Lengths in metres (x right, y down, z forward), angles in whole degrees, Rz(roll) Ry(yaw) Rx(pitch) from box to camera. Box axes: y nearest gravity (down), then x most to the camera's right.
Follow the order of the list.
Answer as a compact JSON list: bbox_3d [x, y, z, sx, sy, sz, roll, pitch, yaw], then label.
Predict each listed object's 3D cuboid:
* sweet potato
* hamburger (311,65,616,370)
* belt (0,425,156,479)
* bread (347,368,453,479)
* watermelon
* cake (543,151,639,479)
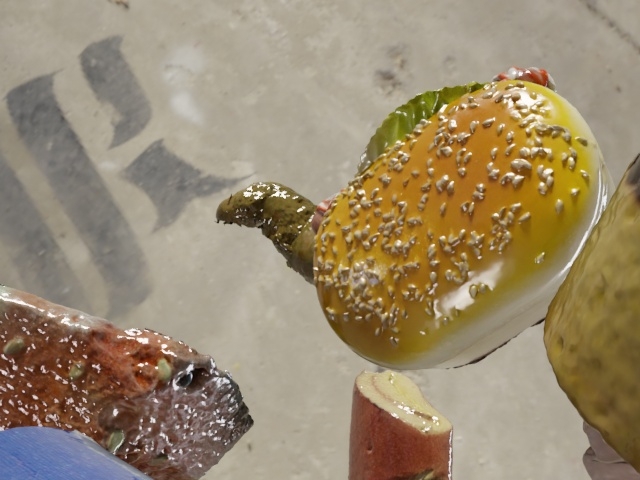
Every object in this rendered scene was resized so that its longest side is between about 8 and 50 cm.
[{"bbox_3d":[0.000,0.002,1.321,0.098,0.310,0.124,-49,134,-24],"label":"sweet potato"},{"bbox_3d":[0.087,-0.011,0.703,0.116,0.210,0.173,38,27,-39],"label":"hamburger"},{"bbox_3d":[-0.176,0.264,0.525,0.212,0.117,0.347,46,69,-40],"label":"belt"},{"bbox_3d":[0.063,0.192,0.949,0.067,0.119,0.192,11,65,-22],"label":"bread"},{"bbox_3d":[-0.186,0.140,0.883,0.257,0.193,0.139,6,58,3],"label":"watermelon"},{"bbox_3d":[0.196,0.062,0.471,0.208,0.178,0.185,-18,47,-29],"label":"cake"}]
